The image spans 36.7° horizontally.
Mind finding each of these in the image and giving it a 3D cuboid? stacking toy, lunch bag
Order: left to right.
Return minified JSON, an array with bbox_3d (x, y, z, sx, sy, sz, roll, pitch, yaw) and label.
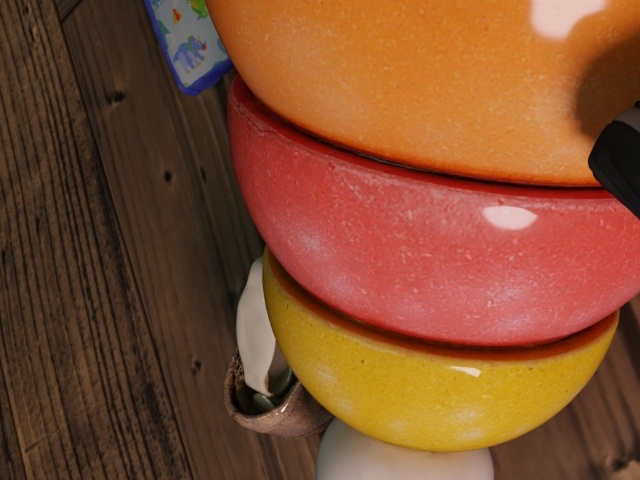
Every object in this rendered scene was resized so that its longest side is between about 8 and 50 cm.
[{"bbox_3d":[-0.077,-0.211,0.800,0.128,0.096,0.151,-30,57,35],"label":"lunch bag"},{"bbox_3d":[0.066,0.001,0.557,0.350,0.350,0.480,29,120,39],"label":"stacking toy"}]

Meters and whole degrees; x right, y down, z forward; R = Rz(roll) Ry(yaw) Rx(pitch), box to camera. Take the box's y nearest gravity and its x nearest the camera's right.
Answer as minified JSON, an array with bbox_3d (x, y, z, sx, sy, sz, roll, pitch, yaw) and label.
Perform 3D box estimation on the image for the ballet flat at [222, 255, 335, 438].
[{"bbox_3d":[0.000,0.000,0.704,0.107,0.106,0.316,18,98,41],"label":"ballet flat"}]

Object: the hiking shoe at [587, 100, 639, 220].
[{"bbox_3d":[0.251,0.006,0.371,0.132,0.304,0.113,-52,28,17],"label":"hiking shoe"}]
